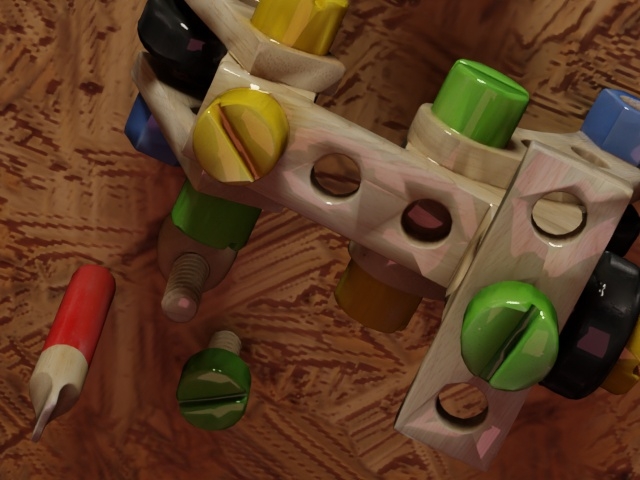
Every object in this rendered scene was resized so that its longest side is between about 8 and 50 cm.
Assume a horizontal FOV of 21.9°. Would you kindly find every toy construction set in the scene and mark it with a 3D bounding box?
[{"bbox_3d":[0.000,0.000,0.687,0.309,0.237,0.257,-37,107,18],"label":"toy construction set"}]
